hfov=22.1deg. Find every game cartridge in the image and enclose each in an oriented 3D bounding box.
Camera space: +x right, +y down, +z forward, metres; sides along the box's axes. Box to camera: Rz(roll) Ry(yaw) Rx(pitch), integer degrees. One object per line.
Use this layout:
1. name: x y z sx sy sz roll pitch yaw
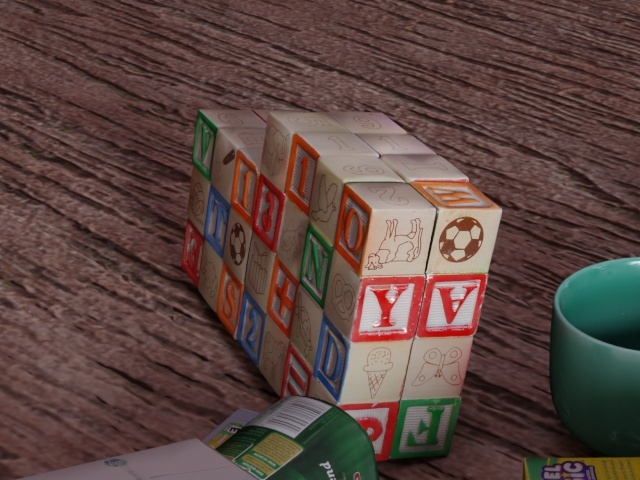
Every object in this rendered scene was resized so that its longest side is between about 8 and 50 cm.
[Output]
1. game cartridge: -0.047 0.133 1.023 0.056 0.017 0.083 16 31 25

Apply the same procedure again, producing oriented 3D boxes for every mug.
1. mug: 0.219 0.078 1.029 0.158 0.097 0.129 -17 30 -30

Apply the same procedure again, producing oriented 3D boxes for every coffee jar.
1. coffee jar: -0.051 0.162 0.874 0.079 0.096 0.184 15 31 38

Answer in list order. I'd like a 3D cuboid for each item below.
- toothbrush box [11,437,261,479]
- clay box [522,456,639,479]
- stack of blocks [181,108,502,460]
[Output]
1. toothbrush box: -0.092 0.183 0.623 0.216 0.126 0.295 -11 11 -22
2. clay box: 0.195 0.170 0.891 0.222 0.053 0.127 0 26 1
3. stack of blocks: 0.000 0.000 1.102 0.087 0.171 0.297 -1 23 -24
